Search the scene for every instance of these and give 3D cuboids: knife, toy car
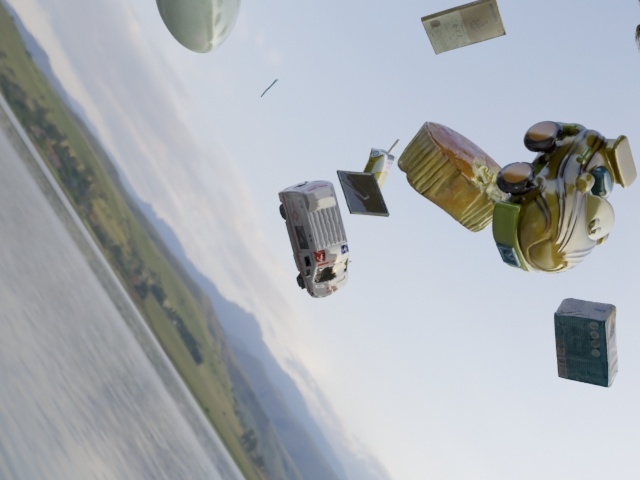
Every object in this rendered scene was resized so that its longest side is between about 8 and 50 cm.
[{"bbox_3d":[-0.113,-0.330,1.581,0.005,0.014,0.091,49,-26,-8],"label":"knife"},{"bbox_3d":[0.000,0.000,1.242,0.108,0.089,0.209,6,-68,65],"label":"toy car"},{"bbox_3d":[0.370,-0.059,1.082,0.142,0.247,0.200,17,-26,44],"label":"toy car"}]

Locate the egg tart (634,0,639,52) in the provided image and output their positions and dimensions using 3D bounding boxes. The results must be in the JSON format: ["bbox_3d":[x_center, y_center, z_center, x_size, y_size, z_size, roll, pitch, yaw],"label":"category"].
[{"bbox_3d":[0.503,-0.237,0.970,0.291,0.107,0.290,36,23,-19],"label":"egg tart"}]

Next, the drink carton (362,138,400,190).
[{"bbox_3d":[0.179,-0.231,2.239,0.074,0.084,0.199,37,-70,41],"label":"drink carton"}]

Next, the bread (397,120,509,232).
[{"bbox_3d":[0.288,-0.139,1.527,0.250,0.133,0.179,40,25,-5],"label":"bread"}]

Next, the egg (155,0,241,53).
[{"bbox_3d":[-0.211,-0.428,1.251,0.151,0.151,0.209,164,-80,-74],"label":"egg"}]

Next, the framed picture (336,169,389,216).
[{"bbox_3d":[0.106,-0.119,1.827,0.011,0.109,0.149,118,-33,-43],"label":"framed picture"}]

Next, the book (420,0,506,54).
[{"bbox_3d":[0.379,-0.566,1.921,0.138,0.199,0.016,50,36,-52],"label":"book"}]

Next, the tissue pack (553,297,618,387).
[{"bbox_3d":[0.578,0.219,1.576,0.120,0.082,0.169,6,-64,39],"label":"tissue pack"}]
